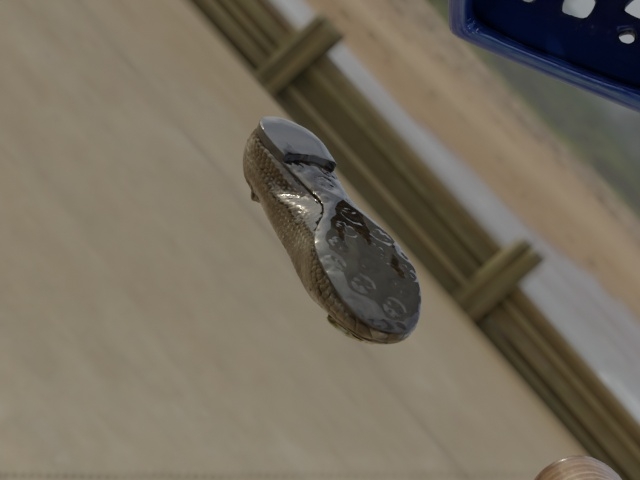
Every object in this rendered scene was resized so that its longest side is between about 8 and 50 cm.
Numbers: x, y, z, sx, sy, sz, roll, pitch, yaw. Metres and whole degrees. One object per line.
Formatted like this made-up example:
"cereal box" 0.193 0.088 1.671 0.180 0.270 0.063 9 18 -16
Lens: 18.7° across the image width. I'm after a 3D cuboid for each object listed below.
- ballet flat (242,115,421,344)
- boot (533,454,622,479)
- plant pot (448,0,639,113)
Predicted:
"ballet flat" 0.000 0.000 1.357 0.084 0.058 0.250 12 30 -33
"boot" 0.194 0.203 1.000 0.197 0.073 0.152 22 32 -37
"plant pot" 0.250 -0.259 1.512 0.236 0.212 0.236 24 -30 14
